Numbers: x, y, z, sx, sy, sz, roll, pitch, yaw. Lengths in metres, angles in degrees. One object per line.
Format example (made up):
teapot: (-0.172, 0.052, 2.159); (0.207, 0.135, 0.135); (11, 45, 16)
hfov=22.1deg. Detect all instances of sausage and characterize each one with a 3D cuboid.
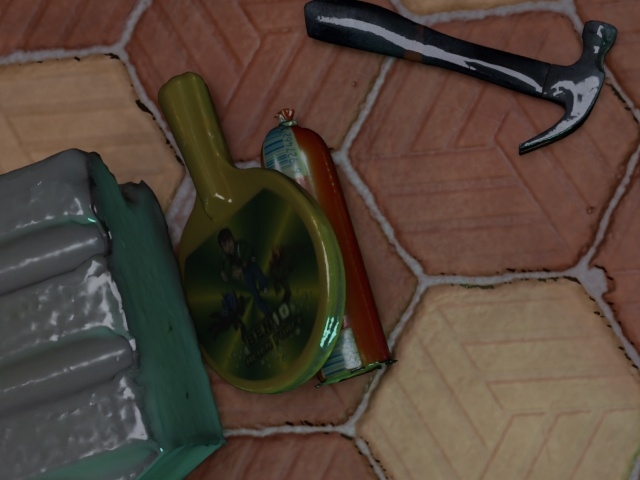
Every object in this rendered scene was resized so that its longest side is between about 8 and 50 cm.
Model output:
sausage: (0.000, 0.000, 1.518); (0.083, 0.083, 0.264); (-17, 78, 6)

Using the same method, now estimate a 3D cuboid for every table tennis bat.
table tennis bat: (-0.077, -0.012, 1.515); (0.198, 0.050, 0.321); (-36, 68, 38)

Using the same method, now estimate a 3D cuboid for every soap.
soap: (-0.327, 0.151, 1.465); (0.435, 0.213, 0.350); (-21, 76, 8)

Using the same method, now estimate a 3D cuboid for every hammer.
hammer: (0.121, -0.171, 1.545); (0.290, 0.037, 0.137); (16, 83, 10)
